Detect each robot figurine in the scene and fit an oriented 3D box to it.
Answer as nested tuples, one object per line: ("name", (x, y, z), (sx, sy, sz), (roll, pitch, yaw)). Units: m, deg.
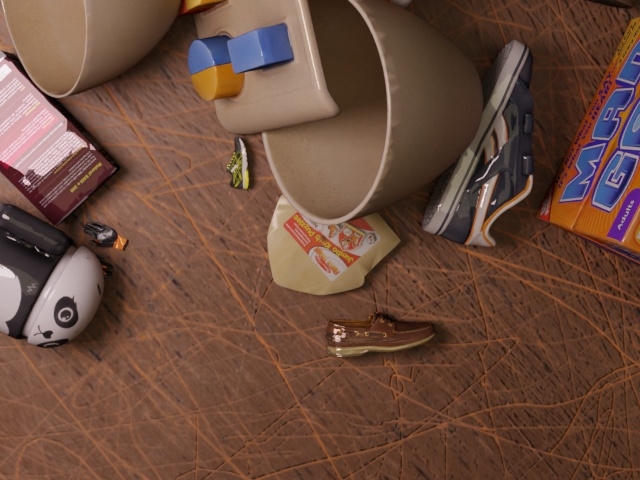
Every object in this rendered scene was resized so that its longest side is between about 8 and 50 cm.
("robot figurine", (-0.457, 0.047, 1.453), (0.278, 0.209, 0.174), (28, 81, -8))

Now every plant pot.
("plant pot", (-0.309, -0.357, 1.395), (0.191, 0.284, 0.284), (-17, 100, -34))

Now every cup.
("cup", (0.094, -0.198, 1.433), (0.237, 0.331, 0.331), (-7, 98, -32))

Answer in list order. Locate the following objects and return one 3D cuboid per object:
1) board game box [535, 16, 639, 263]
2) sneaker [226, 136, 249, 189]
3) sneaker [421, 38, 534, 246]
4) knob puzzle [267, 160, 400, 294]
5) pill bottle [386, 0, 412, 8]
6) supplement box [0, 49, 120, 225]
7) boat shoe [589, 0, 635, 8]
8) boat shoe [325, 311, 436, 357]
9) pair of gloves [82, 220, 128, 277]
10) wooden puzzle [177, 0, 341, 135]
("board game box", (0.597, -0.103, 1.447), (0.356, 0.356, 0.357), (25, 94, -8))
("sneaker", (-0.130, -0.119, 1.538), (0.035, 0.031, 0.083), (-6, 97, -4))
("sneaker", (0.275, -0.142, 1.531), (0.127, 0.126, 0.321), (22, 102, -5))
("knob puzzle", (0.000, 0.000, 1.566), (0.213, 0.030, 0.213), (-1, 97, -6))
("pill bottle", (0.002, -0.516, 1.406), (0.392, 0.224, 0.224), (28, 93, -8))
("supplement box", (-0.431, -0.152, 1.483), (0.130, 0.073, 0.239), (-42, 98, 1))
("boat shoe", (0.354, -0.450, 1.505), (0.307, 0.111, 0.104), (21, 95, -8))
("boat shoe", (0.095, 0.144, 1.575), (0.178, 0.064, 0.060), (-7, 99, -2))
("pair of gloves", (-0.349, 0.016, 1.543), (0.074, 0.010, 0.083), (26, 93, -8))
("wooden puzzle", (-0.122, -0.316, 1.372), (0.080, 0.322, 0.348), (-23, 101, -28))
